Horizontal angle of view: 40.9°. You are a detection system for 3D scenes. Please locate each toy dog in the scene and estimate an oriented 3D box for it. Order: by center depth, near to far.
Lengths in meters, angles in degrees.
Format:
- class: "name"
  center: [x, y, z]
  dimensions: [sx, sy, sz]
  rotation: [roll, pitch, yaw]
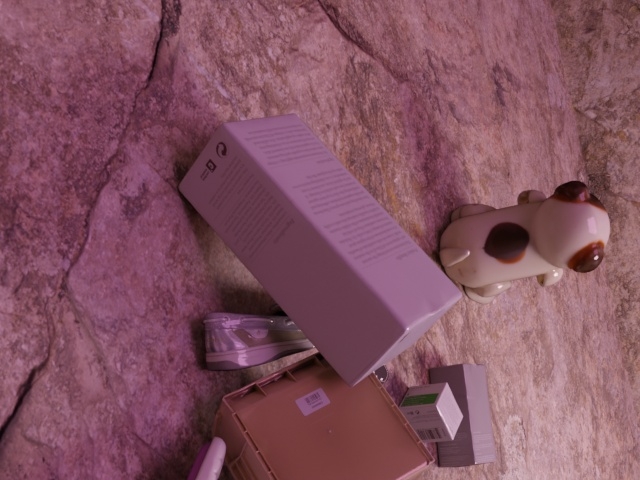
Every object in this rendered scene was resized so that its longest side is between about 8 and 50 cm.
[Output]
- class: "toy dog"
  center: [0.535, -0.019, 2.207]
  dimensions: [0.395, 0.408, 0.284]
  rotation: [15, 66, -53]

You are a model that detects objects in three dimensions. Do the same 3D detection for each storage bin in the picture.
- class: "storage bin"
  center: [-0.002, 0.333, 1.386]
  dimensions: [0.262, 0.123, 0.260]
  rotation: [-21, 63, -32]

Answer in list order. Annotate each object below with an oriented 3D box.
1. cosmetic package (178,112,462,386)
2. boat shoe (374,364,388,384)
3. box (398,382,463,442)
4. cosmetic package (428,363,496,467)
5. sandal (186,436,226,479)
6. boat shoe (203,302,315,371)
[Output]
- class: "cosmetic package"
  center: [0.000, 0.000, 1.458]
  dimensions: [0.453, 0.161, 0.230]
  rotation: [48, 31, 14]
- class: "boat shoe"
  center: [0.087, 0.226, 1.761]
  dimensions: [0.223, 0.074, 0.080]
  rotation: [52, 41, -31]
- class: "box"
  center: [0.246, 0.385, 1.912]
  dimensions: [0.087, 0.101, 0.101]
  rotation: [-48, 118, -52]
- class: "cosmetic package"
  center: [0.339, 0.415, 2.043]
  dimensions: [0.127, 0.107, 0.237]
  rotation: [17, 62, -52]
- class: "sandal"
  center: [-0.239, 0.434, 1.174]
  dimensions: [0.102, 0.169, 0.416]
  rotation: [25, 48, -1]
- class: "boat shoe"
  center: [-0.081, 0.150, 1.509]
  dimensions: [0.320, 0.118, 0.103]
  rotation: [-11, 92, -50]
